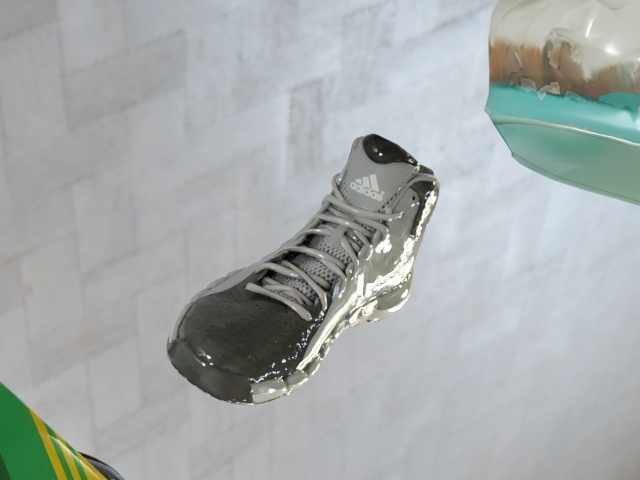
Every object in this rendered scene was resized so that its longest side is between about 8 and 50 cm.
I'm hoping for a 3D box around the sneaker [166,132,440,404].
[{"bbox_3d":[0.000,0.000,0.862,0.229,0.086,0.132,-32,149,-55],"label":"sneaker"}]

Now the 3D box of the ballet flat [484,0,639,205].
[{"bbox_3d":[0.245,-0.023,0.356,0.147,0.409,0.147,18,90,-89],"label":"ballet flat"}]

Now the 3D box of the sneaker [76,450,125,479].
[{"bbox_3d":[-0.309,0.238,1.253,0.331,0.146,0.122,5,89,-25],"label":"sneaker"}]

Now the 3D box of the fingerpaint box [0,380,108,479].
[{"bbox_3d":[-0.349,0.199,0.957,0.371,0.445,0.163,49,45,-28],"label":"fingerpaint box"}]
